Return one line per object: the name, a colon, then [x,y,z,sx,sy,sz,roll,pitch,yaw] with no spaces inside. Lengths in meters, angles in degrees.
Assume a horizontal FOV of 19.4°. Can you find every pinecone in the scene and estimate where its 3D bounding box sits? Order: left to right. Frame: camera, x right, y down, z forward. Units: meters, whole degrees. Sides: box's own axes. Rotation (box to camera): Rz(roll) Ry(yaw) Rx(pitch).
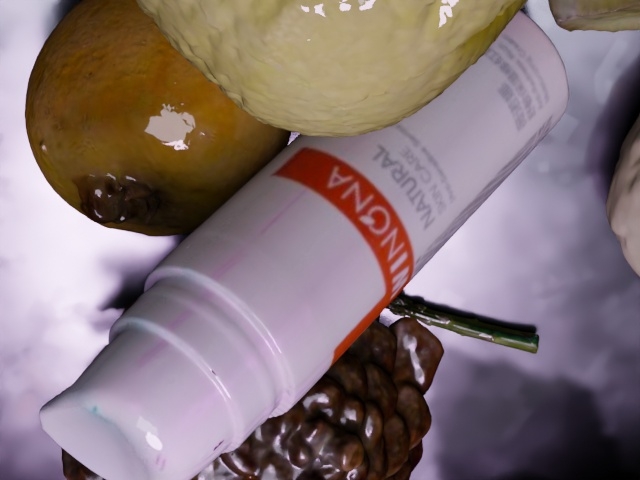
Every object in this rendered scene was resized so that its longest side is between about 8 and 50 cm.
pinecone: [-0.048,0.117,1.089,0.202,0.201,0.229,42,70,4]

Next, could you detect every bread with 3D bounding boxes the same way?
bread: [0.031,-0.204,0.894,0.320,0.320,0.237,-41,102,13]

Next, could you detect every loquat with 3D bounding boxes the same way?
loquat: [-0.089,-0.073,1.035,0.163,0.163,0.137,-12,151,2]

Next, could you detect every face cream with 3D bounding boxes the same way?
face cream: [0.000,0.000,0.985,0.345,0.102,0.102,-46,114,-32]

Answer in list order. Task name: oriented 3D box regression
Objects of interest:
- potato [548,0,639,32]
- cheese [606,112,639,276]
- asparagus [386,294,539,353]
potato: [0.240,-0.254,0.966,0.112,0.269,0.255,0,83,-46]
cheese: [0.282,-0.072,1.084,0.159,0.093,0.263,30,108,-12]
asparagus: [0.082,0.049,1.164,0.114,0.014,0.015,16,77,-10]
